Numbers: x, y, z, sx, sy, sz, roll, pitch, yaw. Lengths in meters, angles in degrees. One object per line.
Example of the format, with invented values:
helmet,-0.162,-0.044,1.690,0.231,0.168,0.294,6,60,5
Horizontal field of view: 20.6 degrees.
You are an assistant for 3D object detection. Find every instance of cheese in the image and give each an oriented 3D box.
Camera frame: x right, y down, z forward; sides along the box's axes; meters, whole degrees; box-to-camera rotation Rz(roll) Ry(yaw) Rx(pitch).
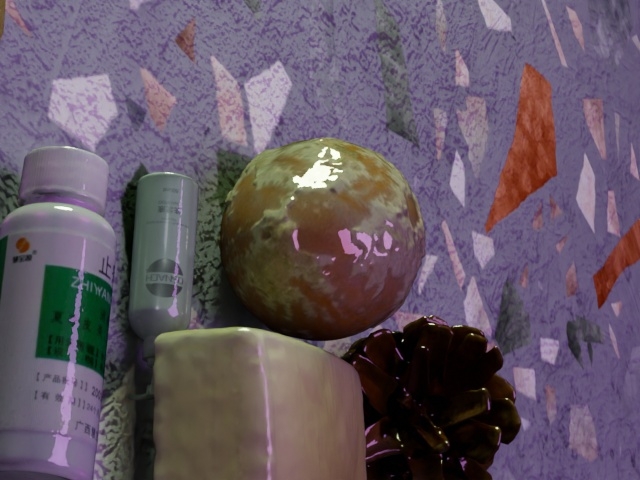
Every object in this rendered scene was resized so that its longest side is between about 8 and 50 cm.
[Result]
cheese,-0.043,0.219,1.473,0.242,0.124,0.265,34,51,-68

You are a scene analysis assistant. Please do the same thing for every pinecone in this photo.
pinecone,0.097,0.178,1.727,0.229,0.201,0.202,-26,77,-31

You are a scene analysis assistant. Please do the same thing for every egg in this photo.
egg,0.000,0.000,1.617,0.233,0.195,0.195,-45,121,-70

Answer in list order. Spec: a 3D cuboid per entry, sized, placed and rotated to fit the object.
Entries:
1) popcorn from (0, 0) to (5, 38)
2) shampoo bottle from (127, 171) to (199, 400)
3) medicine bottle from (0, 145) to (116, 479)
popcorn,-0.283,-0.167,1.263,0.120,0.116,0.106,-127,-149,-44
shampoo bottle,-0.135,0.041,1.497,0.056,0.056,0.195,31,54,-54
medicine bottle,-0.205,0.059,1.328,0.095,0.095,0.260,32,54,-53
